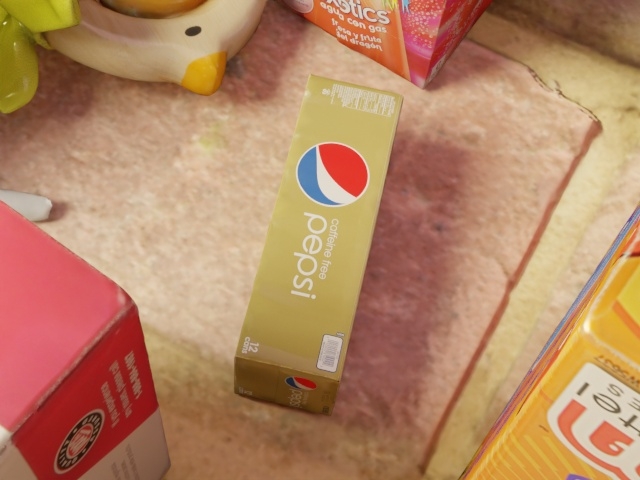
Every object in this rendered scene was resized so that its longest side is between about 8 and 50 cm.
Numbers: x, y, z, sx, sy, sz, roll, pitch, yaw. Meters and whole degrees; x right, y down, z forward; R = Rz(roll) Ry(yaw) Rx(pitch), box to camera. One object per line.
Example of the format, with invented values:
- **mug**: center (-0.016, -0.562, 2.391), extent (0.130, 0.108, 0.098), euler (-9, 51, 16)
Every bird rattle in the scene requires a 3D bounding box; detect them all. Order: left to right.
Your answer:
- **bird rattle**: center (-0.132, -0.182, 0.733), extent (0.207, 0.143, 0.253), euler (21, 50, -8)

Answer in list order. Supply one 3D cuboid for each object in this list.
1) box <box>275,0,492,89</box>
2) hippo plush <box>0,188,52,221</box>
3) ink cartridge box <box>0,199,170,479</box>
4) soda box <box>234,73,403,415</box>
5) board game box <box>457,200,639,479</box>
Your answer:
- **box**: center (0.090, -0.242, 0.753), extent (0.122, 0.128, 0.257), euler (32, 65, 11)
- **hippo plush**: center (-0.330, -0.087, 0.577), extent (0.294, 0.236, 0.234), euler (41, 67, 14)
- **ink cartridge box**: center (-0.209, 0.142, 0.482), extent (0.131, 0.226, 0.306), euler (37, 66, 13)
- **soda box**: center (0.000, 0.000, 0.662), extent (0.058, 0.061, 0.181), euler (13, 64, 2)
- **board game box**: center (0.296, 0.068, 0.491), extent (0.356, 0.356, 0.356), euler (33, 65, 11)
